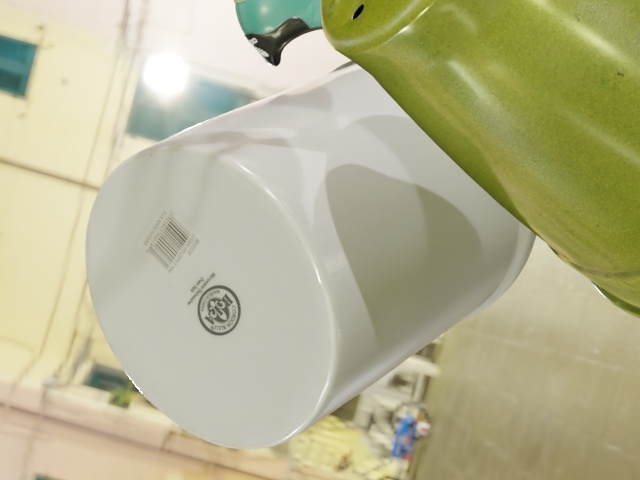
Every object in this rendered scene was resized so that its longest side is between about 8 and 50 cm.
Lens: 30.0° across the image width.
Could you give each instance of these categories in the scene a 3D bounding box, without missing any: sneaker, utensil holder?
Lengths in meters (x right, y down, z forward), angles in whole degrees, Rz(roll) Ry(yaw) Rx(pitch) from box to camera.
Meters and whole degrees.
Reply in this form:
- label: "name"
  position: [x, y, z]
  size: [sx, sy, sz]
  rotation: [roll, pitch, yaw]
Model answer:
- label: "sneaker"
  position: [0.052, -0.286, 1.340]
  size: [0.108, 0.302, 0.121]
  rotation: [-133, 23, -76]
- label: "utensil holder"
  position: [0.000, 0.000, 1.237]
  size: [0.385, 0.327, 0.327]
  rotation: [-30, -37, -50]

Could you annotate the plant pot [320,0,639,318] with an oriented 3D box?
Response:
- label: "plant pot"
  position: [0.202, -0.170, 0.913]
  size: [0.366, 0.353, 0.366]
  rotation: [-44, 31, 36]
